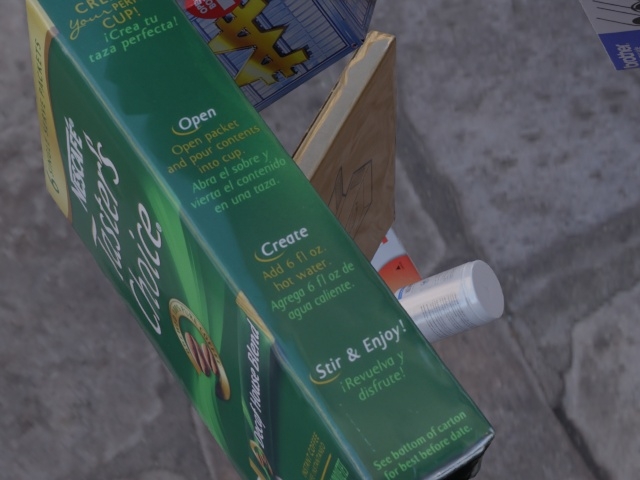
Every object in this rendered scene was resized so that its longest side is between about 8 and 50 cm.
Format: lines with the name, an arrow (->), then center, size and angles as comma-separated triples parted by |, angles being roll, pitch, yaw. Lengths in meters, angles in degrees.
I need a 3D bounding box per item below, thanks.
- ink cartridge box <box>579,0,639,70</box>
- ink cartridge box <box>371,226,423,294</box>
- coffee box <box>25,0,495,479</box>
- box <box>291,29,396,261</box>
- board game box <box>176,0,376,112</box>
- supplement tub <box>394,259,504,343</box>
ink cartridge box -> 0.257, -0.188, 1.090 | 0.097, 0.207, 0.046 | -4, 77, 20
ink cartridge box -> 0.032, 0.068, 1.700 | 0.179, 0.145, 0.045 | -37, 19, -14
coffee box -> -0.026, 0.015, 0.428 | 0.040, 0.113, 0.184 | -28, 69, -20
box -> 0.000, 0.000, 0.839 | 0.021, 0.164, 0.201 | 16, 51, 16
board game box -> 0.014, -0.137, 0.526 | 0.194, 0.060, 0.194 | -4, 56, 33
supplement tub -> 0.138, 0.070, 1.555 | 0.107, 0.071, 0.071 | -22, 52, 31
